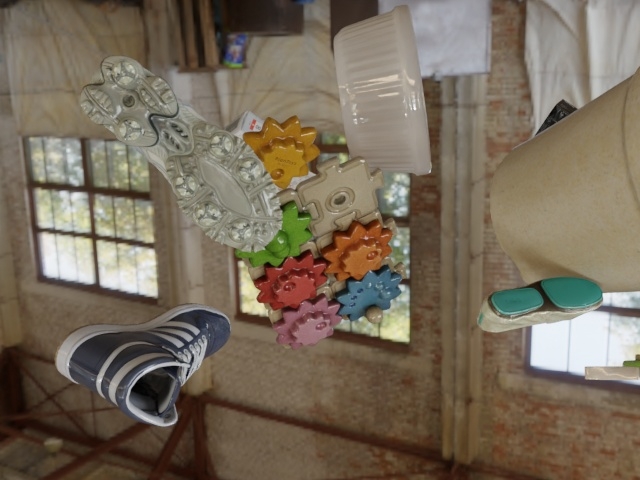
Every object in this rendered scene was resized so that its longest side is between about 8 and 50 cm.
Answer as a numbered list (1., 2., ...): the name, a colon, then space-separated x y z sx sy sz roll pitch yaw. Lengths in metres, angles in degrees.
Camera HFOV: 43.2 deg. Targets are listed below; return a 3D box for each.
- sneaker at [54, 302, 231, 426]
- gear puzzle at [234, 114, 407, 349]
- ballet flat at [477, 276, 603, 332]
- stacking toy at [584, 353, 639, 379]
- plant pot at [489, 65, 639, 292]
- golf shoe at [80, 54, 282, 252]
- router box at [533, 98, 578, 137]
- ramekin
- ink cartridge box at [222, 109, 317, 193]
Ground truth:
1. sneaker: -0.192 0.163 1.081 0.153 0.099 0.282 22 -163 35
2. gear puzzle: 0.000 0.000 0.852 0.175 0.339 0.044 -25 -133 -5
3. ballet flat: 0.261 0.079 0.976 0.168 0.052 0.057 -4 -130 -21
4. stacking toy: 0.608 0.165 1.333 0.279 0.131 0.308 -7 169 44
5. plant pot: 0.398 -0.063 1.021 0.333 0.334 0.305 -11 174 -36
6. golf shoe: -0.096 -0.066 0.607 0.069 0.176 0.086 -43 -171 1
7. router box: 0.454 -0.141 1.415 0.179 0.133 0.046 40 -141 14
8. ramekin: 0.099 -0.233 1.305 0.127 0.273 0.273 -7 -167 6
9. ink cartridge box: -0.074 -0.112 1.202 0.179 0.045 0.145 26 152 -26
